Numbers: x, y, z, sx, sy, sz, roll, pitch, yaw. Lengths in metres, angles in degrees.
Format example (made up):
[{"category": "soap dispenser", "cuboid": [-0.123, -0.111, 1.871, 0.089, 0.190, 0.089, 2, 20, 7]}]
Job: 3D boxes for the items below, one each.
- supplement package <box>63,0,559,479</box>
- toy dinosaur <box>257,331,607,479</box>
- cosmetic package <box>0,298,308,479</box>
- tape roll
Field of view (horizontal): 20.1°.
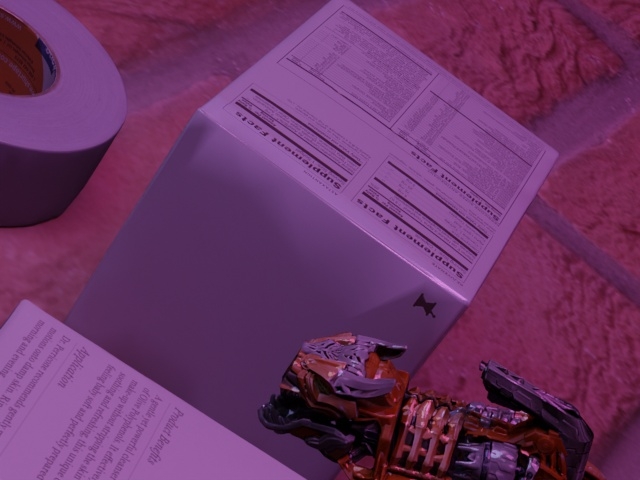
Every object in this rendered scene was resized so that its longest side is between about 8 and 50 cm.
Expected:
[{"category": "supplement package", "cuboid": [0.000, 0.000, 1.191, 0.198, 0.199, 0.262, 36, 29, 2]}, {"category": "toy dinosaur", "cuboid": [0.100, 0.185, 1.009, 0.322, 0.218, 0.164, 43, 29, 13]}, {"category": "cosmetic package", "cuboid": [-0.054, 0.217, 0.867, 0.365, 0.155, 0.197, 35, 30, -3]}, {"category": "tape roll", "cuboid": [-0.244, -0.109, 1.228, 0.219, 0.072, 0.219, 27, 30, -17]}]
